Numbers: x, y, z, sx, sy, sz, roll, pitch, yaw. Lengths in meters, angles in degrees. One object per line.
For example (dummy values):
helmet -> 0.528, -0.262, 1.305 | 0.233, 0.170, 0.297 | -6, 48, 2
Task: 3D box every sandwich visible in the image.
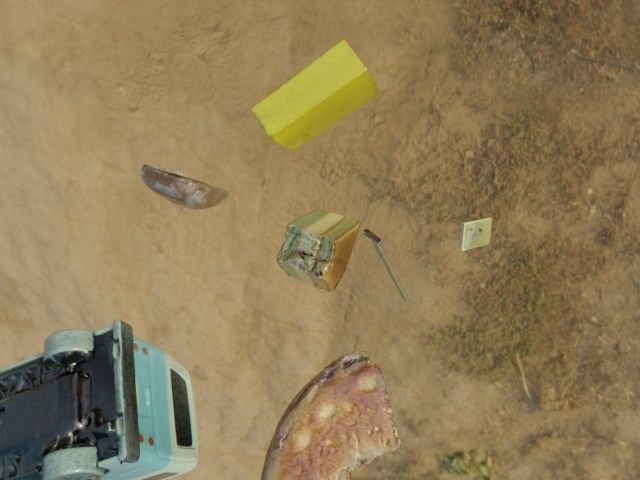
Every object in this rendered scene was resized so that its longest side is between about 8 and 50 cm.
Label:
sandwich -> -0.001, 0.000, 1.758 | 0.155, 0.227, 0.198 | 19, 166, 16

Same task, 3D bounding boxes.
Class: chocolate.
chocolate -> -0.357, -0.127, 1.675 | 0.157, 0.254, 0.080 | 23, 94, 13

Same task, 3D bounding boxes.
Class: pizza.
pizza -> 0.009, 0.293, 0.860 | 0.161, 0.305, 0.085 | 24, 171, 18

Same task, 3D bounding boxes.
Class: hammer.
hammer -> 0.145, 0.059, 1.338 | 0.013, 0.062, 0.198 | -37, 122, -9

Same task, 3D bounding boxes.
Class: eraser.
eraser -> -0.003, -0.152, 0.696 | 0.122, 0.097, 0.045 | -34, 83, 9

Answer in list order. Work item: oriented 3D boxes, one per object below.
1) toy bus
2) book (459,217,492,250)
toy bus -> -0.261, 0.194, 0.617 | 0.272, 0.133, 0.165 | -21, 149, 13
book -> 0.419, -0.017, 1.731 | 0.014, 0.111, 0.077 | 23, 117, 50
